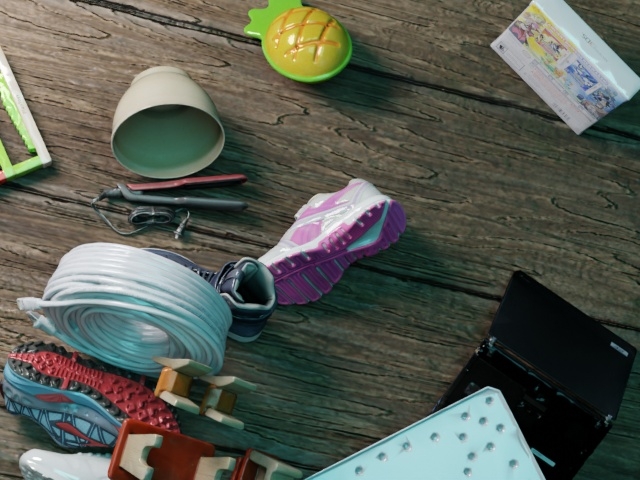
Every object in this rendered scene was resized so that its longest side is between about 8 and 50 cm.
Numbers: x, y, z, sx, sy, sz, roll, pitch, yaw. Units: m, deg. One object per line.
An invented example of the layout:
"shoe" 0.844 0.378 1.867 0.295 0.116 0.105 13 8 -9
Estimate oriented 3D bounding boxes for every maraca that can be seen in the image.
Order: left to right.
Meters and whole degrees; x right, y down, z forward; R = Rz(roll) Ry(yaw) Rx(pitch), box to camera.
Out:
"maraca" -0.033 -0.307 1.990 0.127 0.099 0.185 -36 62 -19

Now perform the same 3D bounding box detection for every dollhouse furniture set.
"dollhouse furniture set" -0.167 0.309 1.764 0.259 0.135 0.262 26 76 -35

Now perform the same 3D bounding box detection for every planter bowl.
"planter bowl" -0.225 -0.182 1.906 0.162 0.162 0.109 -3 53 -12

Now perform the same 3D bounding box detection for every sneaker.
"sneaker" -0.318 0.236 1.826 0.262 0.125 0.104 26 36 -3
"sneaker" -0.300 0.333 1.825 0.235 0.090 0.095 25 63 -10
"sneaker" -0.165 0.055 1.853 0.226 0.163 0.086 25 67 -6
"sneaker" 0.000 0.000 1.940 0.252 0.111 0.103 -31 129 0

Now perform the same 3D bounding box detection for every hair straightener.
"hair straightener" -0.218 -0.047 1.924 0.230 0.047 0.089 -3 80 -12

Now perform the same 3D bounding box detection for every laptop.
"laptop" 0.320 0.223 1.999 0.234 0.136 0.264 34 100 -3

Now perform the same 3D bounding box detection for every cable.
"cable" -0.247 0.101 1.788 0.257 0.257 0.089 39 53 -33

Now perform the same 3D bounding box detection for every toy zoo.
"toy zoo" -0.558 -0.141 1.883 0.293 0.030 0.192 -24 85 -14

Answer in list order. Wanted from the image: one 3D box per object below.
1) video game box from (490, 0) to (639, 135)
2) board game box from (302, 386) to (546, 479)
"video game box" 0.373 -0.271 2.015 0.205 0.187 0.048 46 75 -1
"board game box" 0.163 0.464 1.876 0.390 0.050 0.390 -26 86 -6
